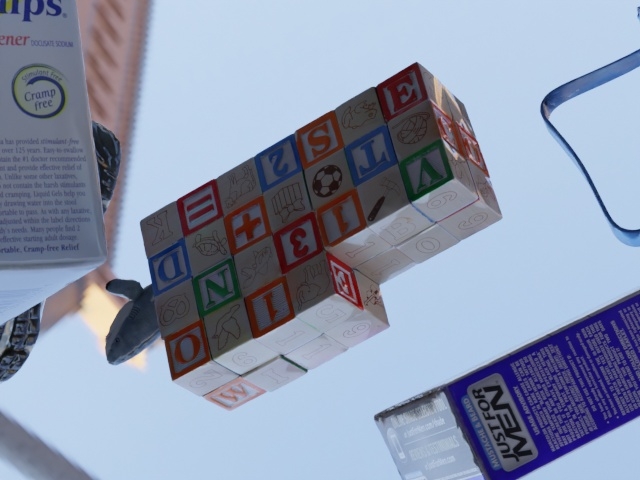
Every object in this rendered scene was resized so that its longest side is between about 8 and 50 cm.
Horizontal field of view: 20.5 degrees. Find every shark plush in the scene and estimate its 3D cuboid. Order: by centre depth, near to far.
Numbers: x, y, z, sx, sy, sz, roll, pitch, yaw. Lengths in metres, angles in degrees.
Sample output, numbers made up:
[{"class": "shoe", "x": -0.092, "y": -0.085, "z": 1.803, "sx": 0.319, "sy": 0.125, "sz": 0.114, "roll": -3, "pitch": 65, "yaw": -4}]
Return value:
[{"class": "shark plush", "x": -0.128, "y": 0.068, "z": 1.666, "sx": 0.161, "sy": 0.073, "sz": 0.067, "roll": -15, "pitch": -142, "yaw": 6}]

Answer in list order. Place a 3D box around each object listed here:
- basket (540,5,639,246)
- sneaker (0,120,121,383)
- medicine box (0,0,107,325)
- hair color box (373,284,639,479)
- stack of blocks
[{"class": "basket", "x": 0.398, "y": -0.134, "z": 1.854, "sx": 0.289, "sy": 0.201, "sz": 0.255, "roll": -24, "pitch": -136, "yaw": 2}, {"class": "sneaker", "x": -0.360, "y": 0.006, "z": 1.874, "sx": 0.410, "sy": 0.158, "sz": 0.182, "roll": -53, "pitch": -143, "yaw": 15}, {"class": "medicine box", "x": -0.315, "y": -0.085, "z": 1.536, "sx": 0.263, "sy": 0.149, "sz": 0.289, "roll": -28, "pitch": -112, "yaw": 58}, {"class": "hair color box", "x": 0.236, "y": 0.122, "z": 1.585, "sx": 0.339, "sy": 0.110, "sz": 0.185, "roll": -22, "pitch": 174, "yaw": -21}, {"class": "stack of blocks", "x": 0.000, "y": 0.000, "z": 1.504, "sx": 0.297, "sy": 0.087, "sz": 0.171, "roll": -29, "pitch": -126, "yaw": 20}]
